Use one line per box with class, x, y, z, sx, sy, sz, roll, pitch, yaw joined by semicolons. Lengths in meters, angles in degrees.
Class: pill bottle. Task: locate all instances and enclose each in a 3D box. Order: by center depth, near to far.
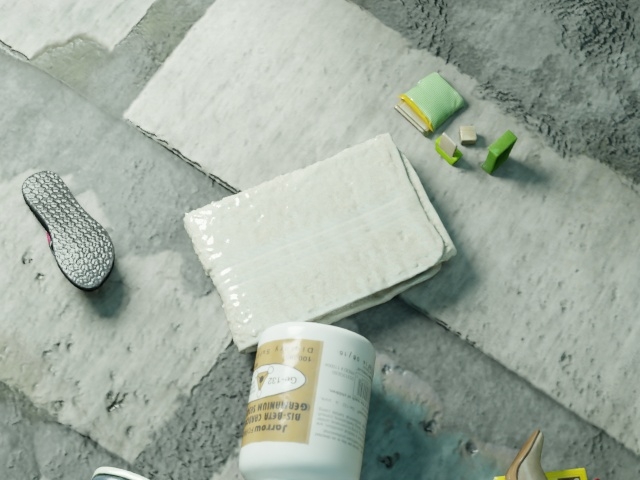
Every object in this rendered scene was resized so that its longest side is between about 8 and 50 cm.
pill bottle;-0.018;0.213;1.593;0.131;0.131;0.229;9;67;0

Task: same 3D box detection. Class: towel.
towel;0.000;0.000;1.730;0.282;0.049;0.187;-22;69;-11

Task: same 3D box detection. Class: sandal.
sandal;-0.289;-0.008;1.722;0.067;0.040;0.179;-24;56;-19

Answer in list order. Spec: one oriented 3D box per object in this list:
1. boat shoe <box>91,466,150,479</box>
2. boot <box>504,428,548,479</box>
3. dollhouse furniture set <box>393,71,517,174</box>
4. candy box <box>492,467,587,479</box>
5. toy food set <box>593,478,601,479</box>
boat shoe;-0.149;0.335;1.558;0.254;0.095;0.079;37;58;2
boot;0.239;0.275;1.610;0.087;0.042;0.118;34;70;5
dollhouse furniture set;0.163;-0.147;1.795;0.076;0.058;0.152;-41;76;-18
candy box;0.253;0.353;1.610;0.105;0.027;0.205;-6;68;-4
toy food set;0.314;0.301;1.621;0.083;0.020;0.082;12;61;-33
